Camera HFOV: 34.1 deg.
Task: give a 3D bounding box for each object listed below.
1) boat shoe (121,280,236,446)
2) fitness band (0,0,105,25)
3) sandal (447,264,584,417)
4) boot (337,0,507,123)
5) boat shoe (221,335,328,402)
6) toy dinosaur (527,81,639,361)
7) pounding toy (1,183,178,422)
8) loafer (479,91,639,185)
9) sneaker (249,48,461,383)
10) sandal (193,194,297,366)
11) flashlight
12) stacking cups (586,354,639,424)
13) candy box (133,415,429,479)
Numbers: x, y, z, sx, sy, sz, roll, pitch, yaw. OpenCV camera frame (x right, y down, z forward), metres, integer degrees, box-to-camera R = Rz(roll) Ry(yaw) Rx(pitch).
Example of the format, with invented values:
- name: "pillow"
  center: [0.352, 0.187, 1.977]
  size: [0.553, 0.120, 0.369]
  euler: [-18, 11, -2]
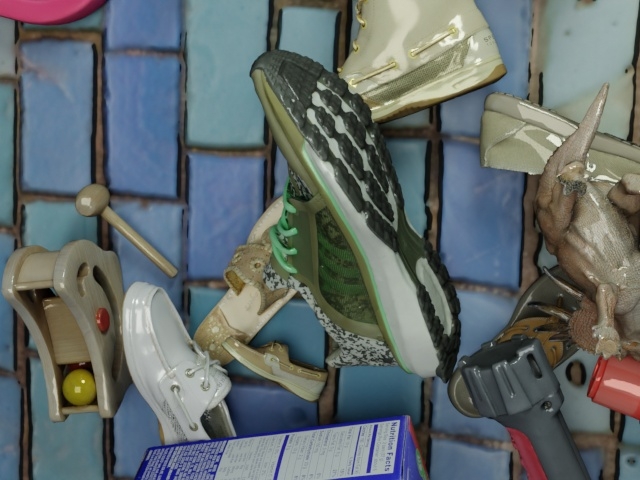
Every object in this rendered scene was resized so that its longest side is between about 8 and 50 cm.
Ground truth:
- name: "boat shoe"
  center: [-0.146, 0.167, 1.209]
  size: [0.096, 0.098, 0.277]
  euler: [-8, 115, 21]
- name: "fitness band"
  center: [-0.365, -0.369, 1.228]
  size: [0.291, 0.054, 0.209]
  euler: [18, 104, 10]
- name: "sandal"
  center: [0.225, 0.119, 1.160]
  size: [0.219, 0.060, 0.090]
  euler: [-43, 88, 14]
- name: "boot"
  center: [0.048, -0.228, 1.132]
  size: [0.262, 0.095, 0.203]
  euler: [-18, 94, 12]
- name: "boat shoe"
  center: [-0.052, 0.140, 1.220]
  size: [0.135, 0.050, 0.045]
  euler: [31, 90, -20]
- name: "toy dinosaur"
  center: [0.266, 0.005, 1.035]
  size: [0.127, 0.200, 0.295]
  euler: [-17, 90, -8]
- name: "pounding toy"
  center: [-0.259, 0.072, 1.209]
  size: [0.155, 0.154, 0.269]
  euler: [-6, 97, 13]
- name: "loafer"
  center: [0.287, -0.071, 1.106]
  size: [0.268, 0.102, 0.092]
  euler: [26, 104, 17]
- name: "sneaker"
  center: [0.000, 0.000, 1.098]
  size: [0.182, 0.158, 0.410]
  euler: [-17, 117, 22]
- name: "sandal"
  center: [-0.077, 0.054, 1.206]
  size: [0.088, 0.079, 0.240]
  euler: [35, 103, 5]
- name: "flashlight"
  center: [0.240, 0.253, 1.136]
  size: [0.103, 0.103, 0.304]
  euler: [-29, 101, -11]
- name: "stacking cups"
  center: [0.448, 0.192, 1.117]
  size: [0.316, 0.096, 0.096]
  euler: [22, 102, 13]
- name: "candy box"
  center: [-0.023, 0.345, 1.170]
  size: [0.317, 0.122, 0.268]
  euler: [-9, 119, 15]
